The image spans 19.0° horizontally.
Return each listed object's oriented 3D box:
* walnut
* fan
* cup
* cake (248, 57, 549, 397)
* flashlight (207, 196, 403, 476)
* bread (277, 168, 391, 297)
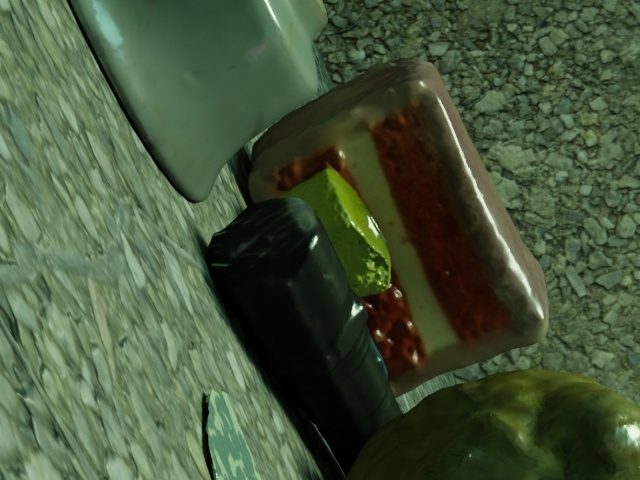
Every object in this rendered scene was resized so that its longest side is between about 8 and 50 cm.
[{"bbox_3d":[0.170,0.244,1.524,0.253,0.277,0.282,2,-66,58],"label":"walnut"},{"bbox_3d":[-0.037,0.185,1.196,0.131,0.009,0.240,57,10,-55],"label":"fan"},{"bbox_3d":[-0.099,-0.219,1.550,0.347,0.163,0.347,-23,90,-85],"label":"cup"},{"bbox_3d":[0.076,-0.016,1.968,0.309,0.237,0.230,64,5,-8],"label":"cake"},{"bbox_3d":[0.023,0.136,1.609,0.103,0.103,0.424,-108,174,-48],"label":"flashlight"},{"bbox_3d":[0.000,0.000,1.798,0.111,0.114,0.129,-108,171,-53],"label":"bread"}]
